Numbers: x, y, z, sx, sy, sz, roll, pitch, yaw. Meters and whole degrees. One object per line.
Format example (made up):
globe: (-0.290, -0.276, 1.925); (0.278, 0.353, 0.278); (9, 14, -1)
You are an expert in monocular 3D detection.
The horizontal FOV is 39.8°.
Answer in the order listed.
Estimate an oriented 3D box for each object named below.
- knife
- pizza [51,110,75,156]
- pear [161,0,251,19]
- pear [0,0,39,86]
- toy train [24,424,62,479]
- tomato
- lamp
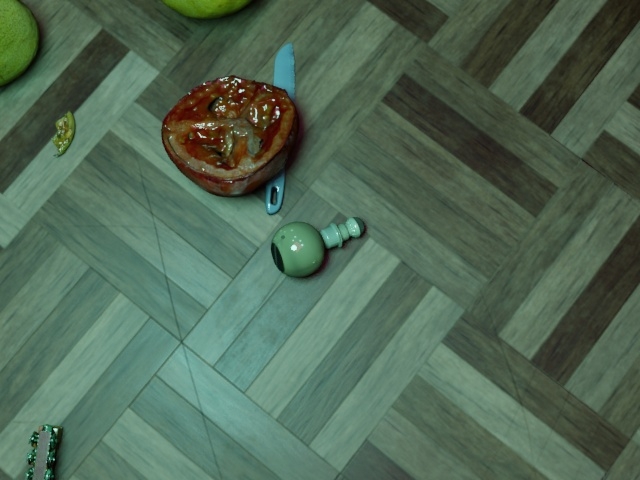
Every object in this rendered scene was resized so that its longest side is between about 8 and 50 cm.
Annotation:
knife: (-0.068, -0.195, 1.516); (0.044, 0.019, 0.313); (4, 78, -7)
pizza: (-0.440, -0.182, 1.511); (0.037, 0.016, 0.083); (12, 80, 9)
pear: (-0.197, -0.471, 1.479); (0.208, 0.209, 0.209); (0, 79, 0)
pear: (-0.593, -0.337, 1.454); (0.228, 0.188, 0.211); (35, 78, 4)
toy train: (-0.432, 0.339, 1.383); (0.044, 0.064, 0.103); (6, 81, -4)
tomato: (-0.140, -0.161, 1.462); (0.227, 0.101, 0.228); (-4, 58, 7)
lamp: (0.000, 0.000, 1.450); (0.163, 0.091, 0.091); (-22, 79, -21)
